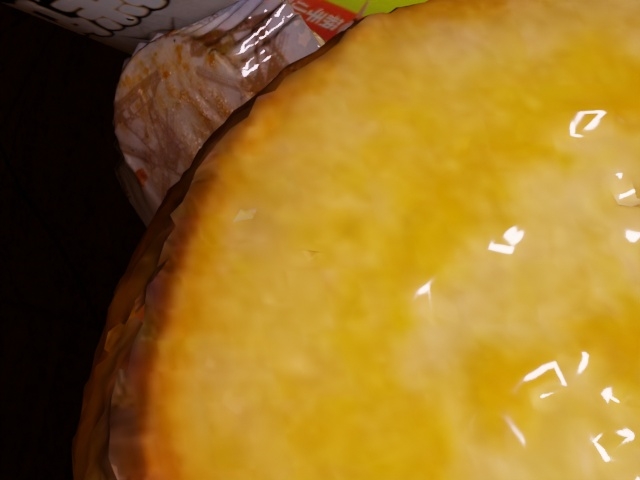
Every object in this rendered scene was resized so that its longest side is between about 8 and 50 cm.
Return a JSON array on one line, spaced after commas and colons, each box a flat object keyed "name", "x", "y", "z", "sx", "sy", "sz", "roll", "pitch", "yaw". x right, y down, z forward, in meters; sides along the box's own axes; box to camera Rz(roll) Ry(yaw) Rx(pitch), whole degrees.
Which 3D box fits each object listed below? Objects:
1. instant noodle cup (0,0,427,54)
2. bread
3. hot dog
[{"name": "instant noodle cup", "x": -0.091, "y": -0.224, "z": 0.697, "sx": 0.294, "sy": 0.308, "sz": 0.294, "roll": -9, "pitch": 77, "yaw": 43}, {"name": "bread", "x": 0.100, "y": 0.095, "z": 0.423, "sx": 0.398, "sy": 0.215, "sz": 0.398, "roll": -1, "pitch": 64, "yaw": 3}, {"name": "hot dog", "x": 0.000, "y": 0.000, "z": 0.665, "sx": 0.162, "sy": 0.082, "sz": 0.270, "roll": -35, "pitch": 90, "yaw": 42}]
